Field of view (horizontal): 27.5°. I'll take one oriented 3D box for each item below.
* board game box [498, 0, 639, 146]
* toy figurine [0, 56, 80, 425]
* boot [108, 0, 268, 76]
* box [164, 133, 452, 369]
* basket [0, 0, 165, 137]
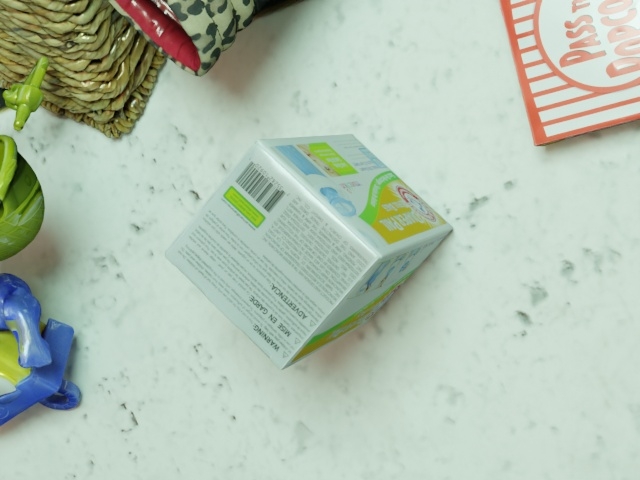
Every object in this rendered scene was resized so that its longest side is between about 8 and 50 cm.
[{"bbox_3d":[0.227,-0.159,0.908,0.193,0.045,0.146,-15,89,20],"label":"board game box"},{"bbox_3d":[-0.260,0.049,1.055,0.362,0.191,0.217,-32,119,34],"label":"toy figurine"},{"bbox_3d":[-0.085,-0.319,0.829,0.284,0.377,0.138,-47,33,-13],"label":"boot"},{"bbox_3d":[0.000,0.000,0.917,0.114,0.203,0.103,43,107,9],"label":"box"},{"bbox_3d":[-0.244,-0.263,1.040,0.299,0.223,0.213,24,69,16],"label":"basket"}]
